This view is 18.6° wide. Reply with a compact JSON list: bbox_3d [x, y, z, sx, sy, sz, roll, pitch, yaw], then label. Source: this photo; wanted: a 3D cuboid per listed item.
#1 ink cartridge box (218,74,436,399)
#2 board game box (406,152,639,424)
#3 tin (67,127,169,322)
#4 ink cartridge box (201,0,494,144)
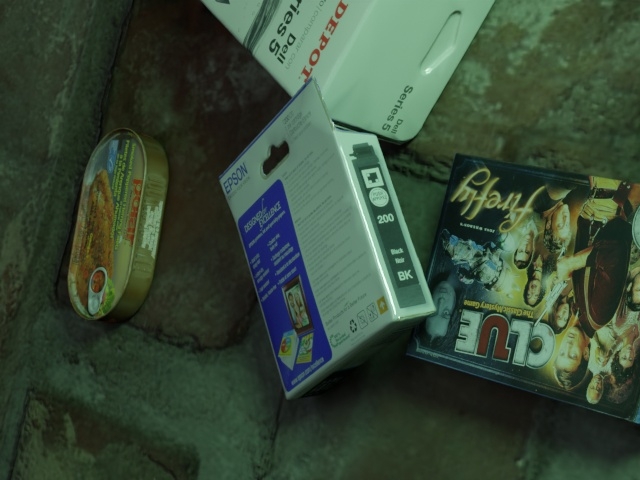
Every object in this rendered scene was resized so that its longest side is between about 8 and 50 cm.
[{"bbox_3d":[0.000,0.000,1.574,0.206,0.045,0.208,-41,63,57],"label":"ink cartridge box"},{"bbox_3d":[0.174,0.032,1.433,0.243,0.042,0.165,13,89,51],"label":"board game box"},{"bbox_3d":[-0.195,-0.014,1.888,0.106,0.040,0.189,0,79,54],"label":"tin"},{"bbox_3d":[0.015,-0.238,1.645,0.273,0.115,0.198,49,116,45],"label":"ink cartridge box"}]
